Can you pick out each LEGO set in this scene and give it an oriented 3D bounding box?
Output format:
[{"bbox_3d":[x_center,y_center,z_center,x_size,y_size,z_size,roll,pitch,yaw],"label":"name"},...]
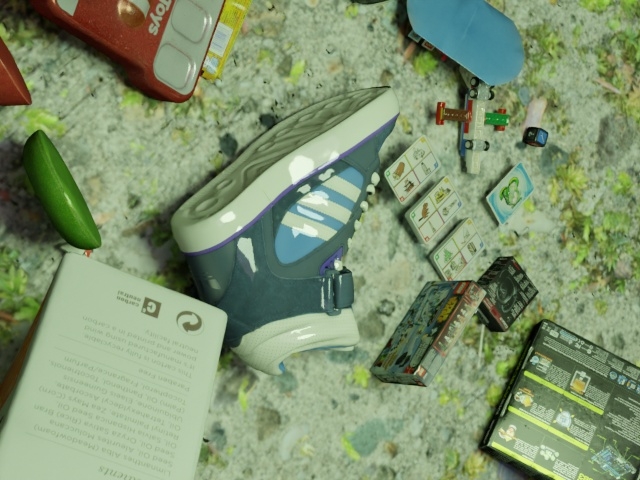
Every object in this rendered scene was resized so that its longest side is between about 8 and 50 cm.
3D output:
[{"bbox_3d":[0.181,-0.093,1.436,0.244,0.060,0.182,-46,121,-22],"label":"LEGO set"}]

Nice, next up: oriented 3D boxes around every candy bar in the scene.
[{"bbox_3d":[-0.100,-0.251,1.286,0.040,0.018,0.161,26,75,-22],"label":"candy bar"}]

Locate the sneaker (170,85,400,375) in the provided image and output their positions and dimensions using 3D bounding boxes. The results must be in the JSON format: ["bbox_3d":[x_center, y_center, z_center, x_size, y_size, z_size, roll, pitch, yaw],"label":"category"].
[{"bbox_3d":[0.000,0.000,1.280,0.323,0.130,0.236,-40,116,-30],"label":"sneaker"}]

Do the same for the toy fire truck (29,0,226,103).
[{"bbox_3d":[-0.178,-0.322,1.184,0.254,0.169,0.302,32,71,-50],"label":"toy fire truck"}]

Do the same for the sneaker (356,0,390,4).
[{"bbox_3d":[0.116,-0.406,1.354,0.292,0.118,0.110,-54,159,6],"label":"sneaker"}]

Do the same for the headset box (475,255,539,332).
[{"bbox_3d":[0.223,0.069,1.444,0.083,0.032,0.062,-46,108,-23],"label":"headset box"}]

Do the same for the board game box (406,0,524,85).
[{"bbox_3d":[0.171,-0.251,1.423,0.169,0.033,0.133,34,49,-9],"label":"board game box"}]

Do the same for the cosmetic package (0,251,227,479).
[{"bbox_3d":[-0.222,0.259,0.944,0.161,0.230,0.453,23,43,-15],"label":"cosmetic package"}]

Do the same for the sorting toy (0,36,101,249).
[{"bbox_3d":[-0.303,-0.047,1.118,0.126,0.127,0.365,-27,95,-4],"label":"sorting toy"}]

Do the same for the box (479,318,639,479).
[{"bbox_3d":[0.320,0.220,1.444,0.191,0.045,0.184,27,74,1],"label":"box"}]

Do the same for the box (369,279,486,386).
[{"bbox_3d":[0.125,0.106,1.351,0.027,0.094,0.137,43,69,-20],"label":"box"}]

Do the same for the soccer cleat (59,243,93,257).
[{"bbox_3d":[-0.249,0.042,1.181,0.036,0.029,0.083,1,84,-21],"label":"soccer cleat"}]
